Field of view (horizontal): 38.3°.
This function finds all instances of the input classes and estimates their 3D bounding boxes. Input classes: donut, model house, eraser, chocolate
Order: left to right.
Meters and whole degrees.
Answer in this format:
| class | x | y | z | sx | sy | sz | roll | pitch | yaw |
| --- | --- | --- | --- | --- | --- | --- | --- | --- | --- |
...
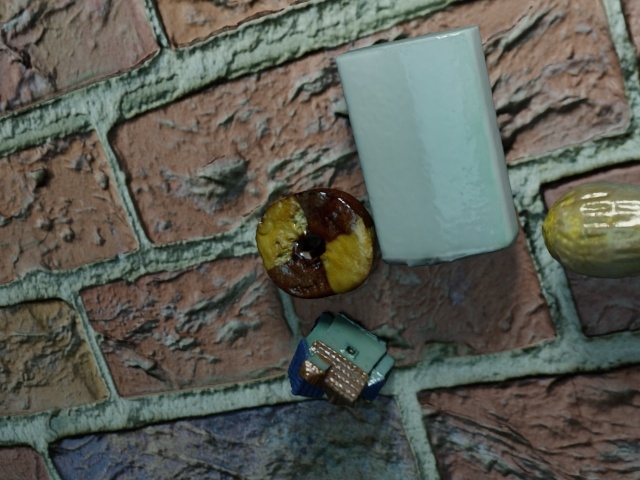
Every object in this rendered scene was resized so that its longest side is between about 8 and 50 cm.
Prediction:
| class | x | y | z | sx | sy | sz | roll | pitch | yaw |
| --- | --- | --- | --- | --- | --- | --- | --- | --- | --- |
| donut | 0.000 | 0.000 | 1.330 | 0.184 | 0.073 | 0.166 | -30 | 96 | 32 |
| model house | 0.014 | 0.197 | 1.358 | 0.148 | 0.148 | 0.119 | 35 | 121 | 11 |
| eraser | 0.140 | -0.118 | 1.201 | 0.189 | 0.104 | 0.290 | -5 | 107 | 31 |
| chocolate | 0.421 | -0.015 | 1.100 | 0.309 | 0.134 | 0.134 | 2 | 110 | 29 |
